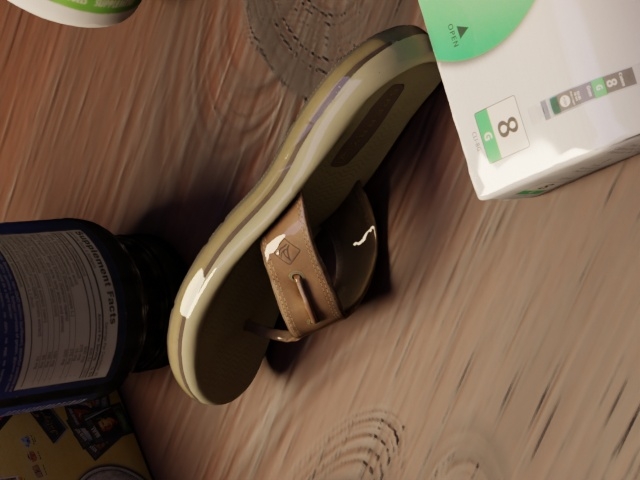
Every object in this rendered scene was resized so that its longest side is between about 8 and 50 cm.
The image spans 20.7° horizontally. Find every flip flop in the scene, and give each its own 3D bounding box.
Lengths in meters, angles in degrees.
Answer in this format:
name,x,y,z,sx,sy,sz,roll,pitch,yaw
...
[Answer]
name,x,y,z,sx,sy,sz,roll,pitch,yaw
flip flop,0.000,0.000,1.020,0.080,0.112,0.277,42,116,15

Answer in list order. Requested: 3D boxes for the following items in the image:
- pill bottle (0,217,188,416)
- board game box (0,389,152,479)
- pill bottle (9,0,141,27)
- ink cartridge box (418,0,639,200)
name,x,y,z,sx,sy,sz,roll,pitch,yaw
pill bottle,-0.189,0.048,1.108,0.123,0.219,0.123,4,96,42
board game box,-0.208,0.119,1.170,0.042,0.165,0.243,-37,68,39
pill bottle,-0.123,-0.265,1.076,0.136,0.136,0.245,52,125,27
ink cartridge box,0.150,-0.139,0.892,0.225,0.056,0.181,-25,77,43
